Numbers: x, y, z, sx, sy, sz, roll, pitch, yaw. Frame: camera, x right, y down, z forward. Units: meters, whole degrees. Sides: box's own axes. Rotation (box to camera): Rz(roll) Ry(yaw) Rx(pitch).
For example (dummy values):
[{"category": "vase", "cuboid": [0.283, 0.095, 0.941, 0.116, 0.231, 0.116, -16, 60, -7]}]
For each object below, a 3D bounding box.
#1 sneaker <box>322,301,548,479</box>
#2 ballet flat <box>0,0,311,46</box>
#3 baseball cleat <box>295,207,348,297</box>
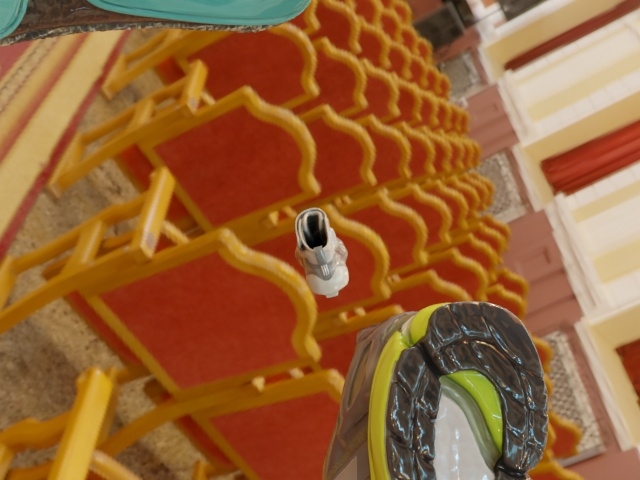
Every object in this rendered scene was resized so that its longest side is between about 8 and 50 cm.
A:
[{"category": "sneaker", "cuboid": [0.050, 0.179, 0.483, 0.121, 0.111, 0.300, -178, -83, -72]}, {"category": "ballet flat", "cuboid": [-0.223, -0.238, 0.671, 0.482, 0.164, 0.182, -10, 40, -36]}, {"category": "baseball cleat", "cuboid": [0.000, 0.000, 1.164, 0.206, 0.072, 0.110, -121, -163, -71]}]
